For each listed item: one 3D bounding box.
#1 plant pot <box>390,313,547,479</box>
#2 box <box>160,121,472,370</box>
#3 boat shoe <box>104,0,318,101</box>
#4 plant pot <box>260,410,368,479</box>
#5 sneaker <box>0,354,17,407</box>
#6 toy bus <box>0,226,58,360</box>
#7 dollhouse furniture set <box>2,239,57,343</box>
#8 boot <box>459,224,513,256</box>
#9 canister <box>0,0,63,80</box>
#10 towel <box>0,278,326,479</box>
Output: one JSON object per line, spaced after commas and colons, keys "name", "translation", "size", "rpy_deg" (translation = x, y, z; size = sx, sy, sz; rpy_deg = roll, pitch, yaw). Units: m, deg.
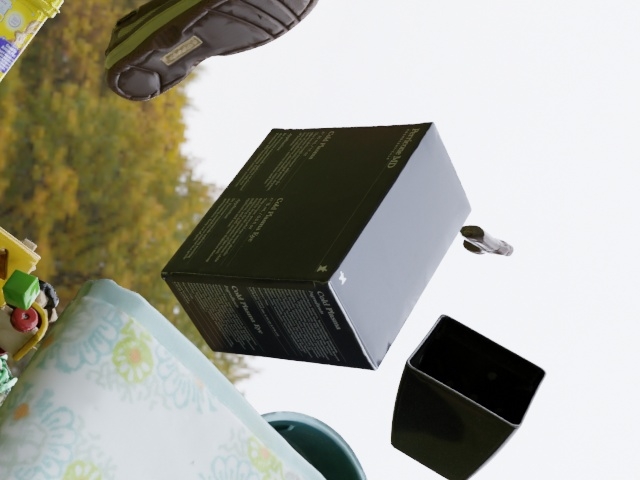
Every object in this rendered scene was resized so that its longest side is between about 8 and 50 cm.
{"name": "plant pot", "translation": [0.209, 0.254, 1.760], "size": [0.188, 0.187, 0.167], "rpy_deg": [-42, 159, -58]}
{"name": "box", "translation": [0.000, 0.000, 1.706], "size": [0.312, 0.179, 0.343], "rpy_deg": [2, -136, 39]}
{"name": "boat shoe", "translation": [-0.120, -0.245, 1.206], "size": [0.257, 0.095, 0.095], "rpy_deg": [-22, -126, 17]}
{"name": "plant pot", "translation": [-0.155, 0.426, 1.704], "size": [0.334, 0.341, 0.341], "rpy_deg": [-11, -107, 48]}
{"name": "sneaker", "translation": [-0.448, 0.145, 1.447], "size": [0.182, 0.410, 0.158], "rpy_deg": [-54, -171, -4]}
{"name": "toy bus", "translation": [-0.344, 0.041, 1.221], "size": [0.202, 0.190, 0.104], "rpy_deg": [77, 33, -45]}
{"name": "dollhouse furniture set", "translation": [-0.431, 0.078, 1.759], "size": [0.123, 0.144, 0.151], "rpy_deg": [-7, -78, 33]}
{"name": "boot", "translation": [0.258, -0.004, 1.956], "size": [0.106, 0.114, 0.037], "rpy_deg": [7, -99, 42]}
{"name": "canister", "translation": [-0.374, -0.226, 1.224], "size": [0.170, 0.126, 0.073], "rpy_deg": [-54, -143, -3]}
{"name": "towel", "translation": [-0.143, 0.262, 1.023], "size": [0.090, 0.374, 0.321], "rpy_deg": [-26, -152, 36]}
